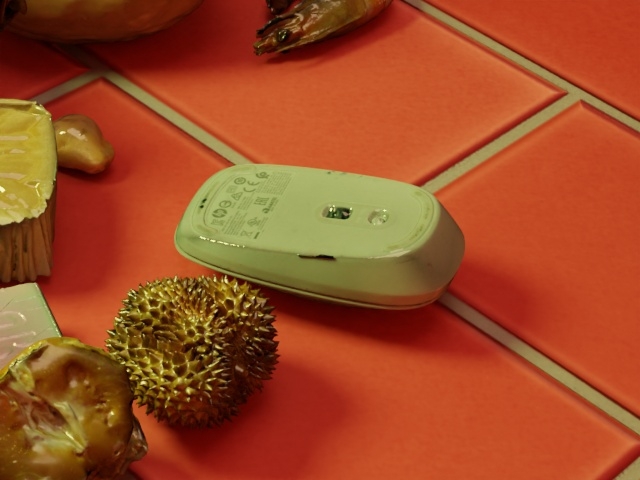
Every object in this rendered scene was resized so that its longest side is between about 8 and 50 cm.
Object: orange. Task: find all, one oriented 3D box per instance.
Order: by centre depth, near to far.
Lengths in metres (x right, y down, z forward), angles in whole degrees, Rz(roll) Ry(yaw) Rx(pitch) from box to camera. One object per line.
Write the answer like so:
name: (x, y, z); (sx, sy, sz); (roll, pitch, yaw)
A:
orange: (-0.238, 0.164, 1.445); (0.170, 0.112, 0.160); (17, 72, -33)

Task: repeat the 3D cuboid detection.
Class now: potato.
potato: (-0.262, -0.102, 1.810); (0.083, 0.062, 0.068); (40, 63, 6)

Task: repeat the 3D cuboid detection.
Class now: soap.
soap: (-0.284, 0.113, 1.550); (0.100, 0.056, 0.149); (-14, 44, -19)

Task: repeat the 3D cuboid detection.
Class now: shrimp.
shrimp: (-0.006, -0.290, 2.057); (0.150, 0.068, 0.248); (14, 34, 29)

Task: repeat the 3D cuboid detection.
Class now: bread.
bread: (-0.369, -0.046, 1.687); (0.209, 0.110, 0.192); (-3, 47, -10)

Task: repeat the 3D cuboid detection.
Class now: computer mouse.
computer mouse: (0.001, 0.005, 1.683); (0.288, 0.097, 0.159); (6, 41, 18)

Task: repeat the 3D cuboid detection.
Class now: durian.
durian: (-0.114, 0.098, 1.537); (0.158, 0.137, 0.168); (-7, 24, -44)

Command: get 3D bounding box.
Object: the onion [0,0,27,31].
onion: (-0.484, -0.264, 1.710); (0.385, 0.348, 0.348); (12, 41, 10)

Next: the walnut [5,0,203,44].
walnut: (-0.278, -0.408, 1.953); (0.383, 0.384, 0.384); (3, 40, -3)
